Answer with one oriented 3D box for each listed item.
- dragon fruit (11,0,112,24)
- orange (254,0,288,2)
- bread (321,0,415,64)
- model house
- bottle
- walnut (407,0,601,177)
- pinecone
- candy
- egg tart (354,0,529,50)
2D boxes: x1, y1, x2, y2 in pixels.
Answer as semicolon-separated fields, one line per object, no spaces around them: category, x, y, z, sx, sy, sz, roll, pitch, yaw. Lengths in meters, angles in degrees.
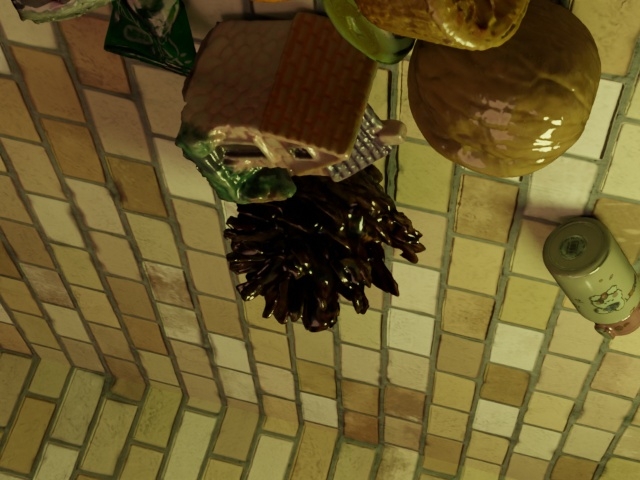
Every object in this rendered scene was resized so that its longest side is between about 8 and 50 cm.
dragon fruit;-0.245;-0.392;1.371;0.221;0.204;0.283;-13;103;10
orange;-0.053;-0.344;1.386;0.178;0.155;0.177;-9;130;-11
bread;0.061;-0.277;1.532;0.139;0.071;0.130;42;160;9
model house;-0.023;-0.154;1.699;0.237;0.202;0.237;3;150;29
bottle;0.430;0.066;1.970;0.110;0.110;0.233;-1;148;33
walnut;0.211;-0.186;1.499;0.228;0.228;0.228;14;154;7
pinecone;-0.001;0.007;1.908;0.298;0.296;0.242;10;124;65
candy;-0.223;-0.300;1.676;0.141;0.078;0.203;28;147;19
egg tart;0.119;-0.300;1.357;0.147;0.202;0.202;8;155;43
